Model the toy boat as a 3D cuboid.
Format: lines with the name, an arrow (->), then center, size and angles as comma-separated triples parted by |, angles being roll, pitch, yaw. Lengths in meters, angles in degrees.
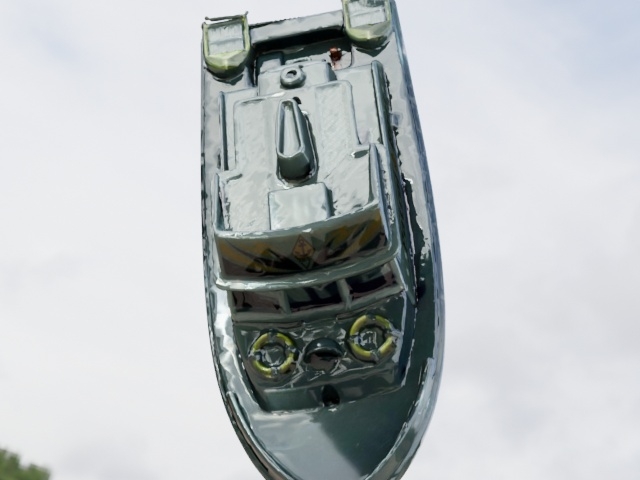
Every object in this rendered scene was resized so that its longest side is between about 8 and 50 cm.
toy boat -> -0.001, -0.003, 0.628 | 0.114, 0.296, 0.122 | -11, -39, 7
